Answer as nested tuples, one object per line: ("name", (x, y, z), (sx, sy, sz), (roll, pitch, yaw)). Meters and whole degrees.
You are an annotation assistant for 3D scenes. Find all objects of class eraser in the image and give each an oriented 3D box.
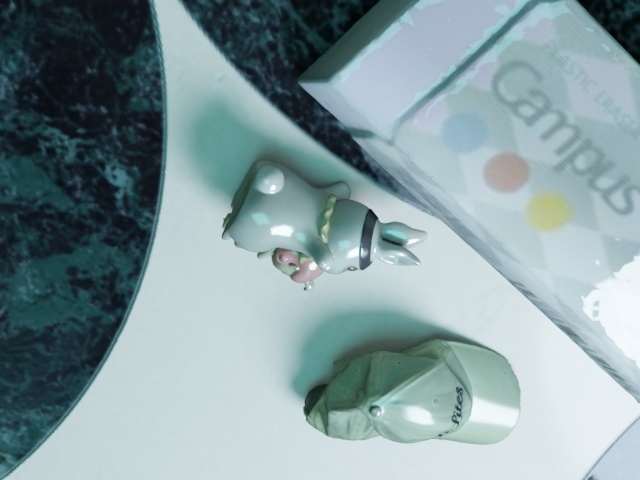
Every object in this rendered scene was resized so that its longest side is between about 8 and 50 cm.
("eraser", (0.191, -0.044, 1.316), (0.397, 0.082, 0.213), (41, 113, -17))

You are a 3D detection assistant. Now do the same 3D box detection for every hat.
("hat", (0.080, 0.141, 1.434), (0.166, 0.081, 0.122), (16, 121, -16))

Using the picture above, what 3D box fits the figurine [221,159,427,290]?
("figurine", (0.001, -0.008, 1.367), (0.146, 0.081, 0.098), (23, 161, -14))
